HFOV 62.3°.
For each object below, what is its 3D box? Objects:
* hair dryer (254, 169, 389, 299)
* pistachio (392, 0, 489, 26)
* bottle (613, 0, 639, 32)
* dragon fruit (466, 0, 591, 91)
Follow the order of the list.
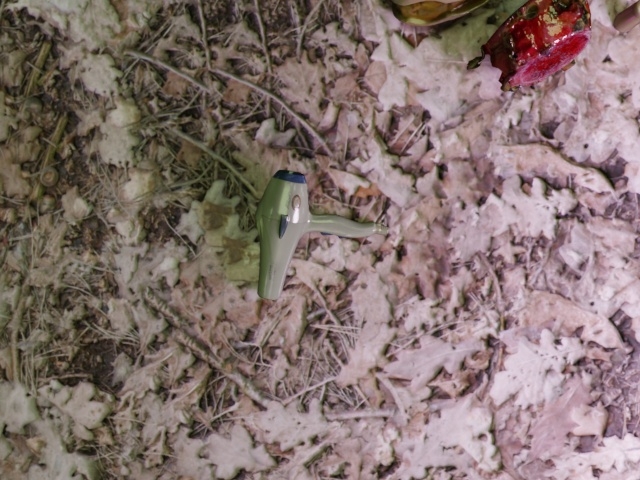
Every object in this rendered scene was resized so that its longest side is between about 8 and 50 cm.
[{"bbox_3d":[-0.036,0.022,1.221,0.298,0.119,0.295,30,101,-12],"label":"hair dryer"},{"bbox_3d":[0.280,-0.575,1.127,0.288,0.166,0.197,-17,69,8],"label":"pistachio"},{"bbox_3d":[0.675,-0.485,1.139,0.045,0.096,0.045,0,92,3],"label":"bottle"},{"bbox_3d":[0.458,-0.412,1.114,0.282,0.211,0.147,-37,84,31],"label":"dragon fruit"}]
